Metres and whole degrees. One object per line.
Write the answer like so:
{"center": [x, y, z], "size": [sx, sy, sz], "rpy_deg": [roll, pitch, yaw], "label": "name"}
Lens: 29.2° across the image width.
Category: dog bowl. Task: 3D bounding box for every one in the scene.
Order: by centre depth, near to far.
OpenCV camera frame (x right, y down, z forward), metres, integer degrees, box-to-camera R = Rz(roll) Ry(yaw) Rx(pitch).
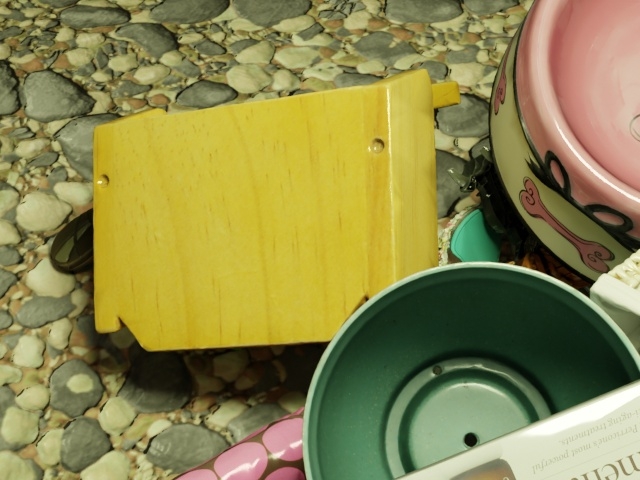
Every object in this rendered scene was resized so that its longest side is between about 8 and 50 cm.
{"center": [0.368, -0.144, 1.186], "size": [0.408, 0.150, 0.408], "rpy_deg": [-2, 70, 6], "label": "dog bowl"}

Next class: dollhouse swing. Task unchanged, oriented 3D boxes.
{"center": [-0.020, -0.037, 1.345], "size": [0.347, 0.305, 0.315], "rpy_deg": [-6, 82, 26], "label": "dollhouse swing"}

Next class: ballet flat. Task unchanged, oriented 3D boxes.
{"center": [0.138, 0.050, 1.351], "size": [0.077, 0.091, 0.241], "rpy_deg": [-21, 29, 35], "label": "ballet flat"}

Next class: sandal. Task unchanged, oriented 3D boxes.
{"center": [-0.224, -0.027, 1.496], "size": [0.219, 0.060, 0.090], "rpy_deg": [-39, 44, -9], "label": "sandal"}

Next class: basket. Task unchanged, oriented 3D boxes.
{"center": [0.315, 0.088, 1.086], "size": [0.103, 0.167, 0.113], "rpy_deg": [-39, 49, -24], "label": "basket"}

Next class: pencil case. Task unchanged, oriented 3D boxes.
{"center": [-0.077, 0.247, 1.172], "size": [0.209, 0.098, 0.095], "rpy_deg": [-27, 3, -18], "label": "pencil case"}

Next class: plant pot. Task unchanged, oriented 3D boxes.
{"center": [0.138, 0.177, 1.094], "size": [0.293, 0.196, 0.293], "rpy_deg": [-1, 80, 5], "label": "plant pot"}

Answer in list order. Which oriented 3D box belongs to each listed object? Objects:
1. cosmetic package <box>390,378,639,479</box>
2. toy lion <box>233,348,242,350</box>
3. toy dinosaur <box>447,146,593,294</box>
{"center": [0.178, 0.285, 0.924], "size": [0.377, 0.097, 0.284], "rpy_deg": [-23, 80, 0], "label": "cosmetic package"}
{"center": [-0.101, 0.079, 1.388], "size": [0.096, 0.034, 0.100], "rpy_deg": [12, 47, 10], "label": "toy lion"}
{"center": [0.257, -0.019, 1.327], "size": [0.322, 0.164, 0.218], "rpy_deg": [-23, 84, -51], "label": "toy dinosaur"}
